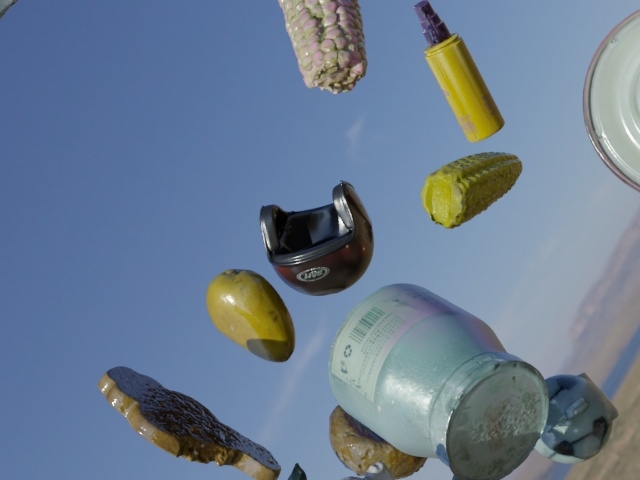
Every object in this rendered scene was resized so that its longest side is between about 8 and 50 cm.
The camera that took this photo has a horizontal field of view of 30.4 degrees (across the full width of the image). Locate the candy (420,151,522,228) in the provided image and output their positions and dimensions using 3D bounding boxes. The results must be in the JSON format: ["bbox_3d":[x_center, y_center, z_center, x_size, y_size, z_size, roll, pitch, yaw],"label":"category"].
[{"bbox_3d":[0.263,-0.098,1.963,0.199,0.094,0.106,-27,-37,-37],"label":"candy"}]

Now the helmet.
[{"bbox_3d":[0.000,0.000,2.103,0.216,0.189,0.193,-76,-34,-58],"label":"helmet"}]

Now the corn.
[{"bbox_3d":[0.001,-0.348,1.695,0.127,0.335,0.126,-10,-35,-7],"label":"corn"}]

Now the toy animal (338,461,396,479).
[{"bbox_3d":[0.068,0.413,1.581,0.325,0.208,0.154,-22,-15,9],"label":"toy animal"}]

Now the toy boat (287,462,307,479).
[{"bbox_3d":[-0.055,0.501,2.310,0.055,0.060,0.141,-28,-50,-66],"label":"toy boat"}]

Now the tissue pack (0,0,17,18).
[{"bbox_3d":[-0.585,-0.407,1.992,0.193,0.122,0.026,-59,3,-34],"label":"tissue pack"}]

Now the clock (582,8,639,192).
[{"bbox_3d":[0.418,-0.158,1.321,0.244,0.244,0.056,-59,-12,0],"label":"clock"}]

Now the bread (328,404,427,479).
[{"bbox_3d":[0.125,0.403,2.417,0.230,0.230,0.123,-40,-34,-53],"label":"bread"}]

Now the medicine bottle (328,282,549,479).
[{"bbox_3d":[0.184,0.225,1.815,0.245,0.290,0.245,-13,-65,-29],"label":"medicine bottle"}]

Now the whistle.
[{"bbox_3d":[0.420,0.311,2.024,0.163,0.163,0.289,-55,-13,-15],"label":"whistle"}]

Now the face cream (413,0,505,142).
[{"bbox_3d":[0.245,-0.314,2.155,0.078,0.273,0.078,-27,16,9],"label":"face cream"}]

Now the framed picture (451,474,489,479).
[{"bbox_3d":[0.313,0.505,1.794,0.020,0.324,0.240,165,124,-71],"label":"framed picture"}]

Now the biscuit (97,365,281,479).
[{"bbox_3d":[-0.209,0.301,1.871,0.047,0.320,0.183,-60,14,14],"label":"biscuit"}]

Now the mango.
[{"bbox_3d":[-0.119,0.134,2.080,0.137,0.195,0.098,-41,0,40],"label":"mango"}]
